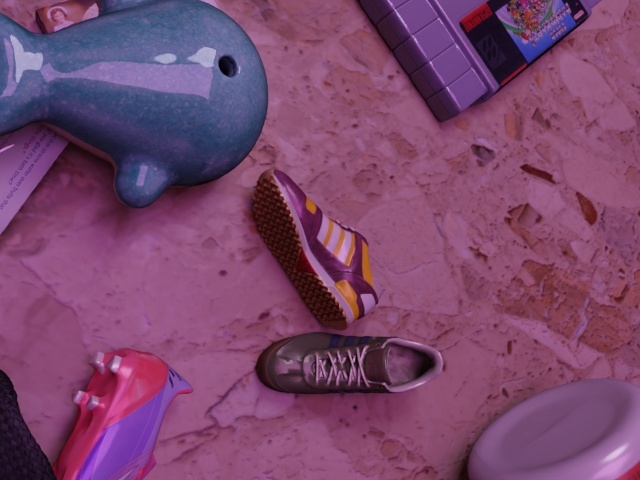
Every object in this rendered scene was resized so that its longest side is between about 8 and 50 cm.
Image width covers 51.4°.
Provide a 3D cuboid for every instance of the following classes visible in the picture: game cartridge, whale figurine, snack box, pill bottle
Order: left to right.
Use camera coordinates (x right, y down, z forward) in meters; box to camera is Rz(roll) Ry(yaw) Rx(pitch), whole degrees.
[{"bbox_3d":[-0.191,-0.228,0.680,0.178,0.022,0.064,-29,94,-28],"label":"snack box"},{"bbox_3d":[-0.161,-0.138,0.580,0.272,0.141,0.216,-1,84,-46],"label":"whale figurine"},{"bbox_3d":[0.223,-0.334,0.881,0.355,0.068,0.230,-39,93,-26],"label":"game cartridge"},{"bbox_3d":[0.327,0.351,0.705,0.210,0.210,0.363,-30,93,-27],"label":"pill bottle"}]

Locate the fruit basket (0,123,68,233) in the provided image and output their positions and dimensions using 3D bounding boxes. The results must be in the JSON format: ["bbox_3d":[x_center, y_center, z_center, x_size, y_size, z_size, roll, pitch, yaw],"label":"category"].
[{"bbox_3d":[-0.421,-0.073,0.492,0.353,0.165,0.327,40,65,-30],"label":"fruit basket"}]

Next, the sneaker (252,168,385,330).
[{"bbox_3d":[0.000,0.000,0.707,0.084,0.069,0.186,-35,101,-36],"label":"sneaker"}]

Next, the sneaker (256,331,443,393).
[{"bbox_3d":[0.038,0.124,0.682,0.192,0.086,0.064,4,78,-24],"label":"sneaker"}]

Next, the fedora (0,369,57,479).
[{"bbox_3d":[-0.261,0.179,0.416,0.152,0.334,0.334,-20,89,-44],"label":"fedora"}]

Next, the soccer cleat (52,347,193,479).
[{"bbox_3d":[-0.195,0.212,0.563,0.095,0.083,0.248,35,68,-32],"label":"soccer cleat"}]
